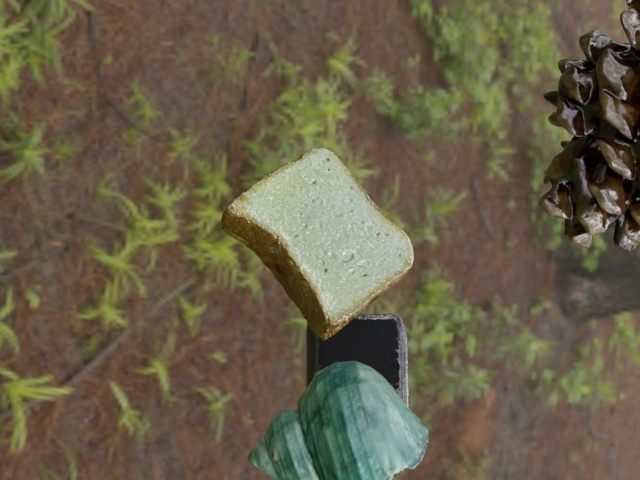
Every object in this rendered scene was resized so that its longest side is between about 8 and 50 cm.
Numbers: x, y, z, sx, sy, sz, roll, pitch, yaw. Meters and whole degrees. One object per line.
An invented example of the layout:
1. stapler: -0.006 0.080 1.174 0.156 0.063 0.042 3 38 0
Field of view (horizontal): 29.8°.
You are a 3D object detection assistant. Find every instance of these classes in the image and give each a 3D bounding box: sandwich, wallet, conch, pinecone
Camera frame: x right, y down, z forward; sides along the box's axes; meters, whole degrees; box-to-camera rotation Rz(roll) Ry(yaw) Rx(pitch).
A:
1. sandwich: 0.000 0.000 1.548 0.186 0.214 0.065 -34 170 -29
2. wallet: 0.051 0.220 1.674 0.044 0.149 0.250 74 13 -62
3. conch: 0.014 0.228 1.385 0.134 0.202 0.196 47 23 -5
4. pinecone: 0.255 -0.087 0.918 0.179 0.204 0.184 26 59 -21
